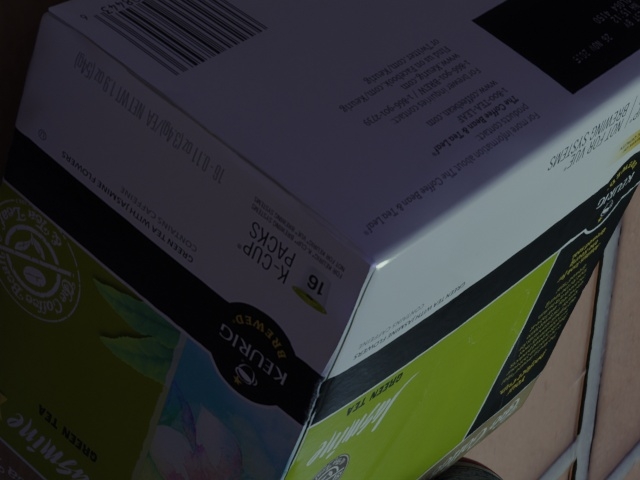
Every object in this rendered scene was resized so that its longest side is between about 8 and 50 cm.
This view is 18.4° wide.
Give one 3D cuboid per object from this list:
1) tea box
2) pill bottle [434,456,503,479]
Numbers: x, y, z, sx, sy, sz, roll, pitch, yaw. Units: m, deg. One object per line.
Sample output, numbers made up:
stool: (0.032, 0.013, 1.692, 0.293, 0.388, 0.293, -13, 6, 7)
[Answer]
tea box: (0.000, 0.000, 1.102, 0.329, 0.220, 0.323, -33, 152, -45)
pill bottle: (0.090, 0.200, 1.197, 0.108, 0.108, 0.180, -64, -170, 2)
